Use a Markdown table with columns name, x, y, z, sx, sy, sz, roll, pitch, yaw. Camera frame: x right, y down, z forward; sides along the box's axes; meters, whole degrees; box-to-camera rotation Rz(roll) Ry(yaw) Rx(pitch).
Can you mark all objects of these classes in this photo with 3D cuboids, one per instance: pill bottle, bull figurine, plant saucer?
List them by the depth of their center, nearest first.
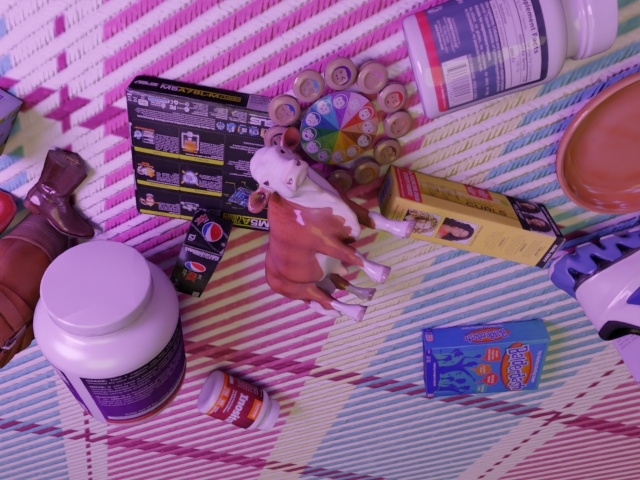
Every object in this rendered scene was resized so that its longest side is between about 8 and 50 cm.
| name | x | y | z | sx | sy | sz | roll | pitch | yaw |
| --- | --- | --- | --- | --- | --- | --- | --- | --- | --- |
| pill bottle | 0.182 | -0.199 | 0.468 | 0.180 | 0.108 | 0.108 | -15 | 128 | 14 |
| plant saucer | 0.391 | -0.121 | 0.575 | 0.200 | 0.037 | 0.200 | 1 | 131 | 2 |
| bull figurine | 0.000 | 0.000 | 0.590 | 0.188 | 0.101 | 0.310 | 28 | 152 | 7 |
| pill bottle | -0.297 | 0.143 | 0.692 | 0.182 | 0.181 | 0.323 | 9 | 142 | -6 |
| pill bottle | -0.162 | 0.328 | 0.944 | 0.152 | 0.086 | 0.086 | 31 | 125 | -23 |

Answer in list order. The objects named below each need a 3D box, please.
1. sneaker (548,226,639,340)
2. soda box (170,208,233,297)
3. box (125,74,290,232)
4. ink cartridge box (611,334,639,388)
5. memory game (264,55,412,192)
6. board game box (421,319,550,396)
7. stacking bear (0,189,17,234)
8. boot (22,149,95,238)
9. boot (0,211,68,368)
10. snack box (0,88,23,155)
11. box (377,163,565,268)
| name | x | y | z | sx | sy | sz | roll | pitch | yaw |
| --- | --- | --- | --- | --- | --- | --- | --- | --- | --- |
| sneaker | 0.489 | 0.051 | 0.608 | 0.315 | 0.182 | 0.127 | -35 | 142 | 31 |
| soda box | -0.175 | 0.023 | 0.670 | 0.053 | 0.060 | 0.169 | 21 | 148 | -16 |
| box | -0.142 | -0.103 | 0.604 | 0.191 | 0.045 | 0.184 | 8 | 133 | -6 |
| ink cartridge box | 0.581 | 0.207 | 0.672 | 0.226 | 0.306 | 0.131 | 20 | 128 | -15 |
| memory game | 0.024 | -0.129 | 0.566 | 0.186 | 0.012 | 0.186 | -9 | 134 | -10 |
| board game box | 0.297 | 0.221 | 0.863 | 0.210 | 0.047 | 0.160 | -7 | 130 | 7 |
| stacking bear | -0.581 | 0.042 | 0.676 | 0.175 | 0.164 | 0.289 | 27 | 131 | -20 |
| boot | -0.344 | -0.063 | 0.652 | 0.106 | 0.037 | 0.114 | 33 | 119 | -26 |
| boot | -0.428 | 0.123 | 0.689 | 0.109 | 0.220 | 0.283 | 12 | 130 | -8 |
| snack box | -0.412 | -0.107 | 0.544 | 0.037 | 0.141 | 0.100 | 32 | 125 | -22 |
| box | 0.196 | -0.032 | 0.627 | 0.232 | 0.087 | 0.058 | 13 | 128 | -8 |
